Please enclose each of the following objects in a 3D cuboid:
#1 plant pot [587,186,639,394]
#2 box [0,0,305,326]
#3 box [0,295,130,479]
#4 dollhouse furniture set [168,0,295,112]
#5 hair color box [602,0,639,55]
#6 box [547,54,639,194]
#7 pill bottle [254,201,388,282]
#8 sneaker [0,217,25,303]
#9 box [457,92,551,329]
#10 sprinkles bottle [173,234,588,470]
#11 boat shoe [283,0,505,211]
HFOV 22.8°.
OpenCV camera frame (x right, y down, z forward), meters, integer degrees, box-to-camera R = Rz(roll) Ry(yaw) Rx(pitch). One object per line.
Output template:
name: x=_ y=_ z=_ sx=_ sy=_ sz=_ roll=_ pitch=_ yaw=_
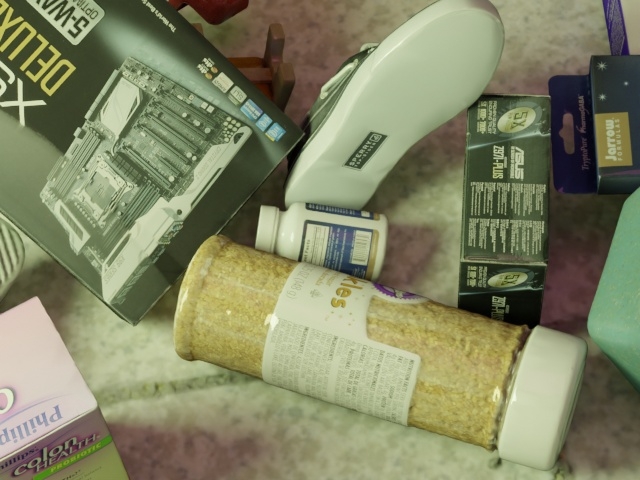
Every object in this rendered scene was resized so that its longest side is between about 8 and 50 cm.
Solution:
plant pot: x=0.375 y=0.051 z=1.337 sx=0.252 sy=0.247 sz=0.248 roll=-4 pitch=53 yaw=40
box: x=-0.207 y=-0.112 z=1.450 sx=0.307 sy=0.076 sz=0.242 roll=44 pitch=81 yaw=-15
box: x=-0.278 y=0.192 z=1.300 sx=0.213 sy=0.243 sz=0.117 roll=-28 pitch=62 yaw=-12
dollhouse furniture set: x=-0.234 y=-0.191 z=1.603 sx=0.374 sy=0.152 sz=0.201 roll=-2 pitch=57 yaw=-18
hair color box: x=0.386 y=-0.169 z=1.553 sx=0.185 sy=0.110 sz=0.339 roll=-3 pitch=58 yaw=2
box: x=0.322 y=-0.106 z=1.441 sx=0.225 sy=0.036 sz=0.136 roll=-2 pitch=60 yaw=5
pill bottle: x=0.000 y=0.000 z=1.487 sx=0.120 sy=0.067 sz=0.067 roll=9 pitch=60 yaw=-4
sneaker: x=-0.373 y=0.101 z=1.389 sx=0.102 sy=0.161 sz=0.282 roll=46 pitch=36 yaw=-2
box: x=0.167 y=-0.020 z=1.454 sx=0.077 sy=0.147 sz=0.180 roll=3 pitch=59 yaw=5
sprinkles bottle: x=0.051 y=0.097 z=1.407 sx=0.355 sy=0.121 sz=0.121 roll=16 pitch=62 yaw=12
boat shoe: x=0.058 y=-0.137 z=1.467 sx=0.108 sy=0.301 sz=0.102 roll=15 pitch=47 yaw=-26
